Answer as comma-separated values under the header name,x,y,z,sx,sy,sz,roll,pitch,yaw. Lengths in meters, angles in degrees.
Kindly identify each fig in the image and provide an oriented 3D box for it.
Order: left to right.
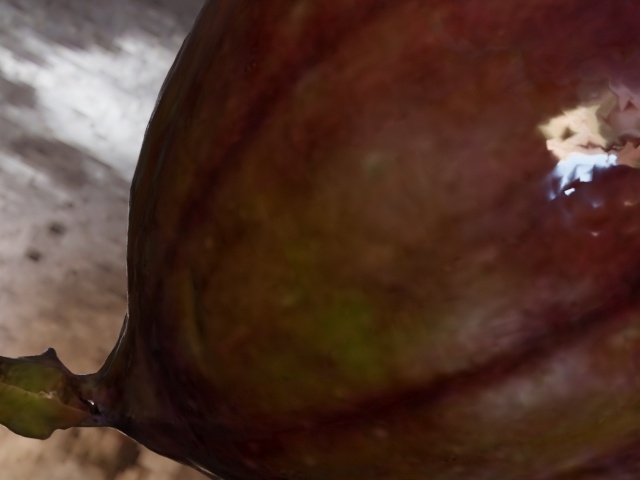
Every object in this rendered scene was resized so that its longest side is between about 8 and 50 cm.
name,x,y,z,sx,sy,sz,roll,pitch,yaw
fig,0.014,0.010,0.484,0.186,0.249,0.204,55,-179,-3
